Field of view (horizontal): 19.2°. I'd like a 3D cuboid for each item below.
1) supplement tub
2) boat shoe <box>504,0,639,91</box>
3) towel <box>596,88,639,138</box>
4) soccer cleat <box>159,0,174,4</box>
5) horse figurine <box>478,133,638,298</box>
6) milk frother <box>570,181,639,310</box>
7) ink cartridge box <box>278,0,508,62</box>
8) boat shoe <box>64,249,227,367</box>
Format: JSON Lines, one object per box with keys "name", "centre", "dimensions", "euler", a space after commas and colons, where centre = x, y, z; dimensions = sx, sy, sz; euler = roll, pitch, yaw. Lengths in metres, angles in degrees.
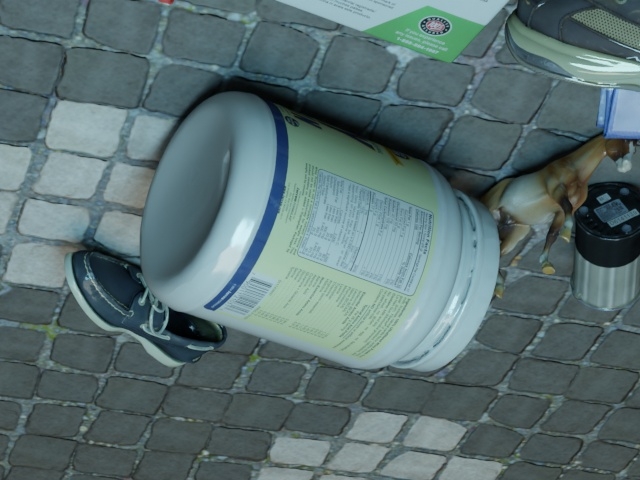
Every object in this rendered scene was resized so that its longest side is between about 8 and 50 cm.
{"name": "supplement tub", "centre": [0.000, 0.000, 1.982], "dimensions": [0.325, 0.235, 0.235], "euler": [20, 137, -28]}
{"name": "boat shoe", "centre": [0.346, -0.191, 1.696], "dimensions": [0.355, 0.132, 0.130], "euler": [11, 117, 5]}
{"name": "towel", "centre": [0.374, -0.225, 1.787], "dimensions": [0.209, 0.034, 0.285], "euler": [2, 118, -2]}
{"name": "soccer cleat", "centre": [-0.172, -0.252, 1.809], "dimensions": [0.035, 0.029, 0.083], "euler": [-18, 138, 33]}
{"name": "horse figurine", "centre": [0.226, -0.023, 2.057], "dimensions": [0.066, 0.174, 0.263], "euler": [36, 139, -20]}
{"name": "milk frother", "centre": [0.352, 0.026, 2.120], "dimensions": [0.129, 0.143, 0.134], "euler": [-11, 141, -2]}
{"name": "ink cartridge box", "centre": [0.104, -0.308, 1.679], "dimensions": [0.201, 0.117, 0.278], "euler": [17, 139, -25]}
{"name": "boat shoe", "centre": [-0.199, 0.074, 2.183], "dimensions": [0.079, 0.095, 0.254], "euler": [-20, 141, 23]}
